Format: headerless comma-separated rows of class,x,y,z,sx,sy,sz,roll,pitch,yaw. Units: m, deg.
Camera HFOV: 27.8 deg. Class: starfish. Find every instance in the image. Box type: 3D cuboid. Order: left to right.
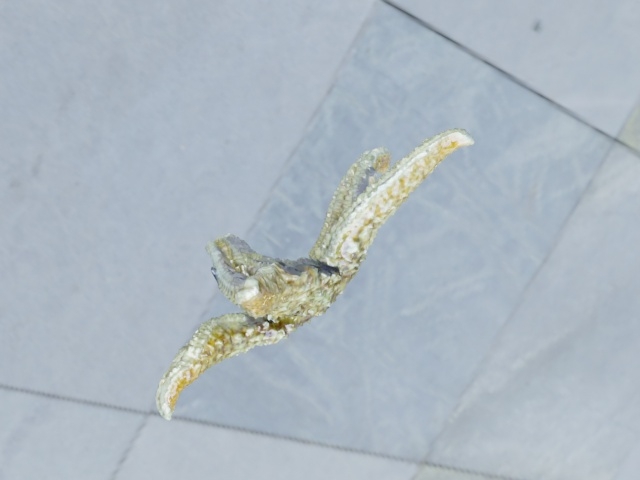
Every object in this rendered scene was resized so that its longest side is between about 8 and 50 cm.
starfish,0.000,0.000,0.620,0.176,0.208,0.053,-39,102,25
